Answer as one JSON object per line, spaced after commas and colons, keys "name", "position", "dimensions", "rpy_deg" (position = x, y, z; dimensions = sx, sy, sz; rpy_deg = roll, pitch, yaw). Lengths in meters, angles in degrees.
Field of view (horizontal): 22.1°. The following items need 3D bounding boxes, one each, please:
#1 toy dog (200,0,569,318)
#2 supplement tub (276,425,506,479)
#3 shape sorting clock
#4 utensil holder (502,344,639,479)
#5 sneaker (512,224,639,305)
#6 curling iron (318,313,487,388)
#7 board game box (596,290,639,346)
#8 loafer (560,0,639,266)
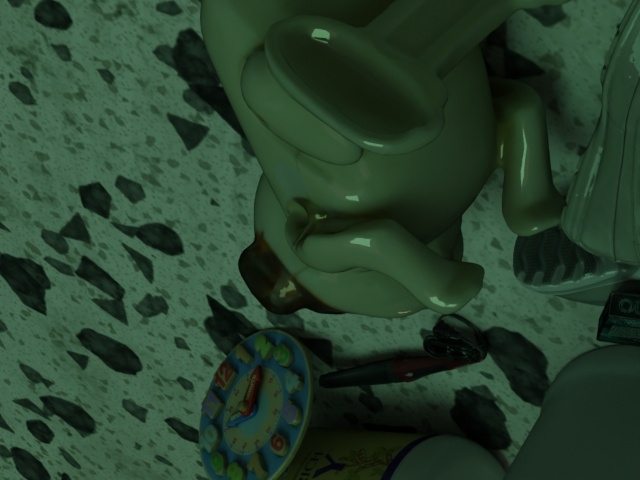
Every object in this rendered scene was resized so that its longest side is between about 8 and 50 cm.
{"name": "toy dog", "position": [0.024, -0.084, 1.466], "dimensions": [0.395, 0.284, 0.408], "rpy_deg": [23, 145, 20]}
{"name": "supplement tub", "position": [0.045, 0.348, 1.983], "dimensions": [0.331, 0.241, 0.241], "rpy_deg": [-3, 130, 42]}
{"name": "shape sorting clock", "position": [-0.082, 0.206, 1.974], "dimensions": [0.040, 0.206, 0.206], "rpy_deg": [24, 155, -33]}
{"name": "utensil holder", "position": [0.302, 0.354, 1.639], "dimensions": [0.327, 0.385, 0.327], "rpy_deg": [23, 143, 18]}
{"name": "sneaker", "position": [0.322, 0.008, 1.499], "dimensions": [0.281, 0.105, 0.115], "rpy_deg": [-2, 164, 37]}
{"name": "curling iron", "position": [0.090, 0.136, 1.877], "dimensions": [0.068, 0.035, 0.274], "rpy_deg": [51, 143, -13]}
{"name": "board game box", "position": [0.352, 0.083, 1.500], "dimensions": [0.186, 0.026, 0.126], "rpy_deg": [8, 167, 6]}
{"name": "loafer", "position": [0.286, -0.105, 1.340], "dimensions": [0.111, 0.112, 0.319], "rpy_deg": [28, 140, 20]}
